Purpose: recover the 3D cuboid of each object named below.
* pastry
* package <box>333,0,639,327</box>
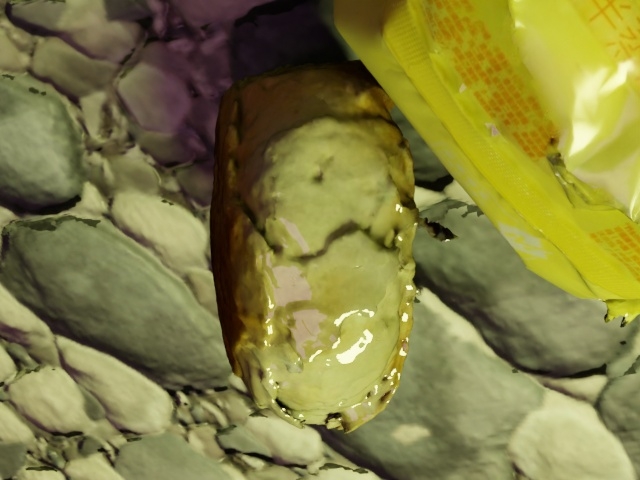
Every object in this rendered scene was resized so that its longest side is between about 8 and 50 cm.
[{"bbox_3d":[-0.005,-0.001,0.649,0.081,0.153,0.153,-9,128,-13],"label":"pastry"},{"bbox_3d":[0.091,-0.053,0.570,0.226,0.090,0.168,48,162,-13],"label":"package"}]
